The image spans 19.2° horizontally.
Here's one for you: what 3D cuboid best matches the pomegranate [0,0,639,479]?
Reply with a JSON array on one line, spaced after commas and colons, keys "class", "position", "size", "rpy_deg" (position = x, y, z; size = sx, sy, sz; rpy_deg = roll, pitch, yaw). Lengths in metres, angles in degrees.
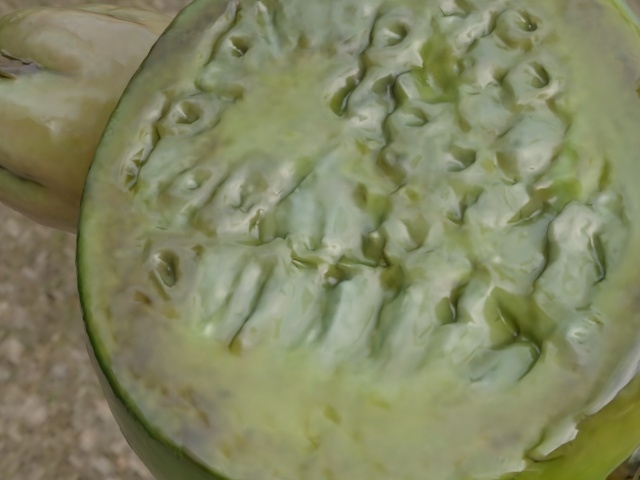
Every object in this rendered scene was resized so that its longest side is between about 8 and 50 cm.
[{"class": "pomegranate", "position": [0.004, 0.013, 0.579], "size": [0.159, 0.241, 0.190], "rpy_deg": [65, 23, -68]}]
